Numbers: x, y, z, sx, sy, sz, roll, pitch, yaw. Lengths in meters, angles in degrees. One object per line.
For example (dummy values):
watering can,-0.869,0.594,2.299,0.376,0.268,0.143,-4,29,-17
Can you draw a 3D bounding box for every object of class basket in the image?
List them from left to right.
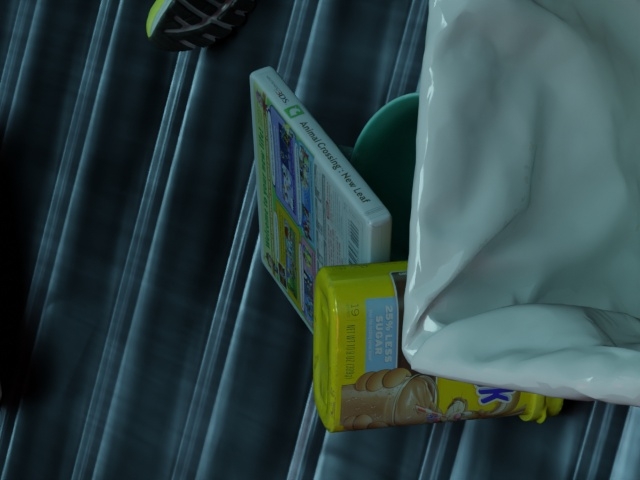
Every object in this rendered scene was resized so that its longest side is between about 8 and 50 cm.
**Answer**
basket,0.258,-0.059,0.903,0.328,0.266,0.331,2,84,42

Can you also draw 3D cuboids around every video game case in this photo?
video game case,0.000,0.000,1.192,0.193,0.023,0.212,53,156,39

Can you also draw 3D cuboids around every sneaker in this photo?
sneaker,-0.095,-0.265,1.378,0.208,0.081,0.094,-53,52,8

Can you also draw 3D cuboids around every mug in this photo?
mug,0.093,-0.050,1.160,0.129,0.097,0.157,-51,53,24

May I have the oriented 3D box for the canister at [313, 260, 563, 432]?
canister,0.083,0.071,1.081,0.073,0.170,0.126,-122,30,-66
